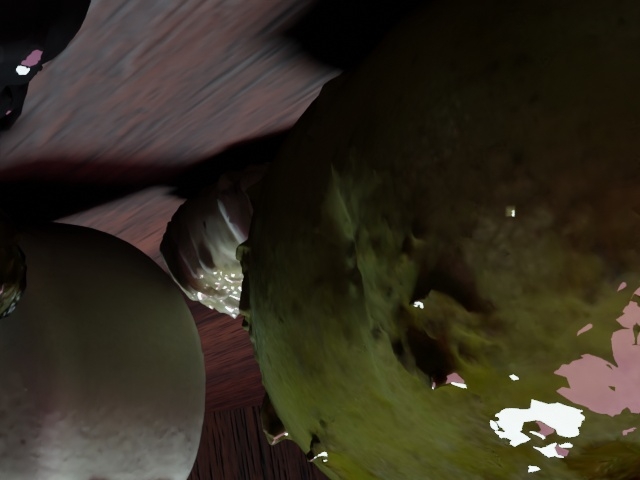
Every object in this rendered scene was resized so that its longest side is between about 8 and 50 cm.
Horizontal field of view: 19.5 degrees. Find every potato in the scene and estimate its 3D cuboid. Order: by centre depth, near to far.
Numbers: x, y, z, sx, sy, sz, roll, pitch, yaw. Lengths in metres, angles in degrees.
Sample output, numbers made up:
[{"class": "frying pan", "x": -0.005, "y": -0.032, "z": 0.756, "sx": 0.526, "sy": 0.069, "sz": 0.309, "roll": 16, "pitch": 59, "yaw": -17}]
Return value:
[{"class": "potato", "x": 0.094, "y": 0.002, "z": 0.739, "sx": 0.270, "sy": 0.219, "sz": 0.359, "roll": -18, "pitch": 165, "yaw": -2}]

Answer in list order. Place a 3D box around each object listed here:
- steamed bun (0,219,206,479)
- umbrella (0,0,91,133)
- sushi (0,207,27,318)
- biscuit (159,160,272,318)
[{"class": "steamed bun", "x": -0.190, "y": 0.070, "z": 1.043, "sx": 0.242, "sy": 0.164, "sz": 0.146, "roll": -8, "pitch": 173, "yaw": 39}, {"class": "umbrella", "x": -0.176, "y": -0.025, "z": 0.571, "sx": 0.113, "sy": 0.106, "sz": 0.358, "roll": 1, "pitch": 170, "yaw": -37}, {"class": "sushi", "x": -0.244, "y": 0.025, "z": 0.837, "sx": 0.212, "sy": 0.147, "sz": 0.115, "roll": -24, "pitch": 173, "yaw": -24}, {"class": "biscuit", "x": 0.000, "y": 0.000, "z": 1.077, "sx": 0.179, "sy": 0.084, "sz": 0.281, "roll": -7, "pitch": 171, "yaw": 20}]
